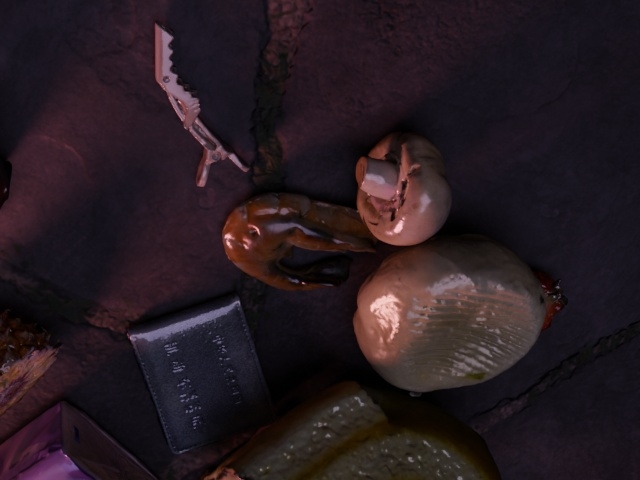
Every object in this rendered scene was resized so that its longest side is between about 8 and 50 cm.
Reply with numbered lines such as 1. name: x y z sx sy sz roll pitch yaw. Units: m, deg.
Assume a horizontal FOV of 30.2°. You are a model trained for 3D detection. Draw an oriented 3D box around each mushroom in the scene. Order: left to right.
1. mushroom: 0.101 -0.069 1.512 0.122 0.154 0.154 15 113 -27

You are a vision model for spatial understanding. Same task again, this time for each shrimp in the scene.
1. shrimp: -0.008 0.014 1.584 0.254 0.059 0.145 13 116 -20

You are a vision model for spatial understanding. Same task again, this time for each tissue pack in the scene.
1. tissue pack: -0.404 0.409 1.631 0.338 0.160 0.242 -36 119 7

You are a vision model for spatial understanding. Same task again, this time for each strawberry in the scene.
1. strawberry: 0.286 0.100 1.714 0.152 0.048 0.104 -34 127 16

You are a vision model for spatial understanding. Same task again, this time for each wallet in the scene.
1. wallet: -0.160 0.188 1.648 0.167 0.036 0.222 -17 120 -5

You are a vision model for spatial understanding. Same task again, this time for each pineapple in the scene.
1. pineapple: -0.442 0.149 1.514 0.137 0.161 0.176 43 107 9

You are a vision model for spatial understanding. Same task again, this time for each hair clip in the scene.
1. hair clip: -0.167 -0.163 1.462 0.072 0.034 0.226 -28 120 2

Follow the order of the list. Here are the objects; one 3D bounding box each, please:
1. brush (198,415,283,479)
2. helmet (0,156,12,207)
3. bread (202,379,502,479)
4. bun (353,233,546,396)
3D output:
1. brush: -0.114 0.350 1.744 0.103 0.047 0.233 32 98 -27
2. helmet: -0.456 -0.077 1.355 0.216 0.193 0.189 -12 131 42
3. bread: 0.060 0.330 1.646 0.395 0.239 0.264 38 63 -14
4. bun: 0.163 0.086 1.612 0.259 0.160 0.259 -9 133 -10
